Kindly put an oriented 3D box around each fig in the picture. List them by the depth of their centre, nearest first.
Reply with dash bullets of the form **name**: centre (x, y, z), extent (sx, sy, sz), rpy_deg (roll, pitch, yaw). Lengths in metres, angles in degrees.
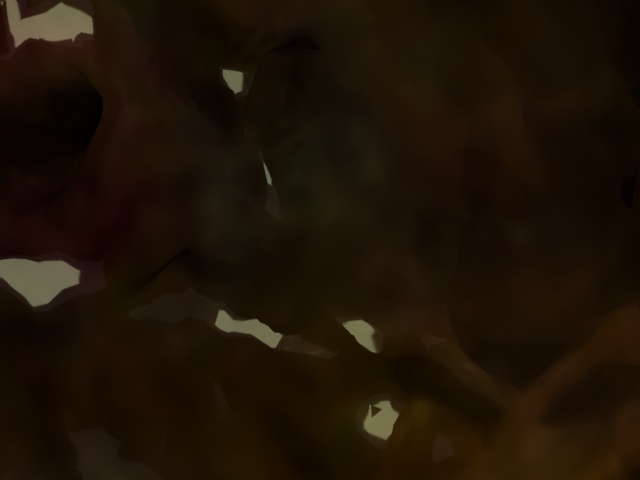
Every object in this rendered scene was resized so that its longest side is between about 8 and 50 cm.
- **fig**: centre (0.000, 0.000, 0.523), extent (0.286, 0.286, 0.368), rpy_deg (37, 180, 21)
